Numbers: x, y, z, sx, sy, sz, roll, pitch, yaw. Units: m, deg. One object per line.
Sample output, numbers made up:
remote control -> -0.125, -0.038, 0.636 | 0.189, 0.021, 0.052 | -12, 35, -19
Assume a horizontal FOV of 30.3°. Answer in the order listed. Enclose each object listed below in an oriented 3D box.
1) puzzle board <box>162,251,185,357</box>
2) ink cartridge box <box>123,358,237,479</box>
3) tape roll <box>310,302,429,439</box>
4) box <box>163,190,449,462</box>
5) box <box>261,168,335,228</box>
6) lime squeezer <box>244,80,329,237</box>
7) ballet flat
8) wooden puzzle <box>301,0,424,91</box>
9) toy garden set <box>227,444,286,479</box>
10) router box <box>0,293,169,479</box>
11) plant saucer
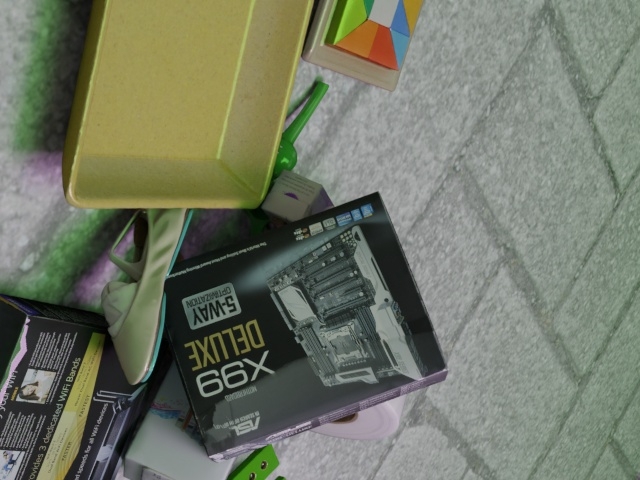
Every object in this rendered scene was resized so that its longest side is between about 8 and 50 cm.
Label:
puzzle board -> -0.195, 0.082, 1.551 | 0.096, 0.011, 0.128 | -53, 143, -22
ink cartridge box -> -0.160, 0.242, 1.524 | 0.128, 0.127, 0.176 | 113, 3, -66
tape roll -> 0.012, 0.148, 1.628 | 0.246, 0.246, 0.169 | 57, 44, -50
box -> -0.028, 0.106, 1.454 | 0.308, 0.242, 0.076 | -19, 163, -3
box -> 0.000, 0.000, 1.657 | 0.063, 0.067, 0.324 | -60, 159, -12
lime squeezer -> -0.068, -0.077, 1.611 | 0.110, 0.059, 0.310 | -41, 150, -85
ballet flat -> -0.215, 0.049, 1.382 | 0.086, 0.086, 0.248 | 60, 32, -49
wooden puzzle -> 0.081, -0.333, 1.658 | 0.239, 0.044, 0.221 | 9, 101, -55
toy garden set -> -0.155, 0.334, 1.669 | 0.204, 0.049, 0.244 | -41, 123, -36
router box -> -0.333, 0.230, 1.388 | 0.243, 0.081, 0.308 | 21, 92, -56
plant saucer -> -0.162, -0.206, 1.376 | 0.333, 0.081, 0.332 | -2, 110, -53
